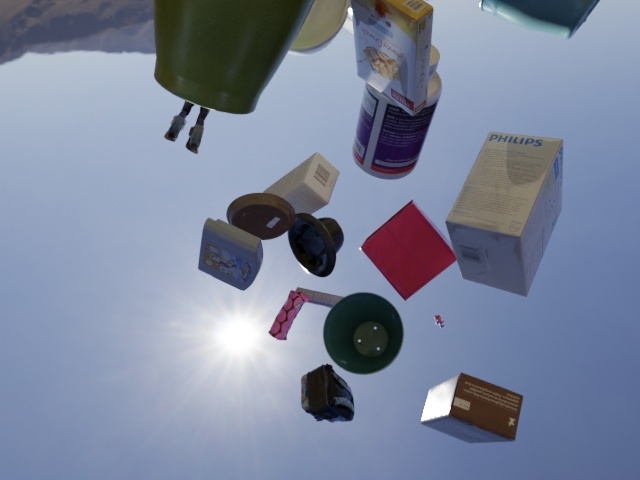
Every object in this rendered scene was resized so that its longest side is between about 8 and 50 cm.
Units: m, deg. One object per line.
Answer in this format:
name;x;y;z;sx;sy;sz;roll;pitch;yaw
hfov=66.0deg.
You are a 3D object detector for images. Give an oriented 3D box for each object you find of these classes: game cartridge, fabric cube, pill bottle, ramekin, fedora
game cartridge;0.007;0.263;2.190;0.229;0.068;0.355;7;172;4
fabric cube;0.337;0.026;1.870;0.259;0.258;0.254;-41;178;14
game cartridge;-0.282;0.055;1.552;0.198;0.297;0.062;29;-124;1
pill bottle;0.187;-0.318;1.212;0.181;0.323;0.182;4;-129;-5
ramekin;-0.053;-0.634;1.340;0.272;0.273;0.127;-3;-178;4
fedora;0.000;0.000;2.159;0.152;0.335;0.334;-28;-145;-30

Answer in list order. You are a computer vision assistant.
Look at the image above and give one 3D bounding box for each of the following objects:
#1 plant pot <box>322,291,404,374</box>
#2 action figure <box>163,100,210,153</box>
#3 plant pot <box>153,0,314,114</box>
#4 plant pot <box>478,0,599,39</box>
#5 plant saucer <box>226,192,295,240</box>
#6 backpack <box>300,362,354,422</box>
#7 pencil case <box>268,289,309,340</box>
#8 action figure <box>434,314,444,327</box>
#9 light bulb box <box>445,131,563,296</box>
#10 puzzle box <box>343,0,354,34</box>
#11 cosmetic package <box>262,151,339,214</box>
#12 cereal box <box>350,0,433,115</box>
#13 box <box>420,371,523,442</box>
plant pot;0.172;0.354;1.824;0.289;0.195;0.291;-5;-110;14
action figure;-0.321;-0.387;1.337;0.185;0.285;0.099;23;-168;-14
plant pot;-0.205;-0.481;1.066;0.366;0.353;0.367;19;-154;-10
plant pot;0.608;-0.676;1.304;0.255;0.272;0.271;39;-138;12
plant saucer;-0.238;-0.085;1.970;0.277;0.278;0.041;-5;-127;1
backpack;0.030;0.495;1.550;0.116;0.173;0.158;-28;-140;20
pencil case;-0.127;0.300;1.957;0.095;0.210;0.098;25;-176;-33
action figure;0.476;0.318;1.974;0.030;0.115;0.038;-41;-121;-2
light bulb box;0.589;-0.081;1.545;0.225;0.358;0.361;17;-115;33
puzzle box;0.155;-0.876;1.954;0.408;0.052;0.272;13;-164;-45
cosmetic package;-0.133;-0.209;2.391;0.453;0.161;0.230;-27;-148;43
cereal box;0.132;-0.368;0.933;0.047;0.240;0.173;-40;-116;-11
box;0.455;0.531;1.538;0.190;0.381;0.143;20;-111;6
